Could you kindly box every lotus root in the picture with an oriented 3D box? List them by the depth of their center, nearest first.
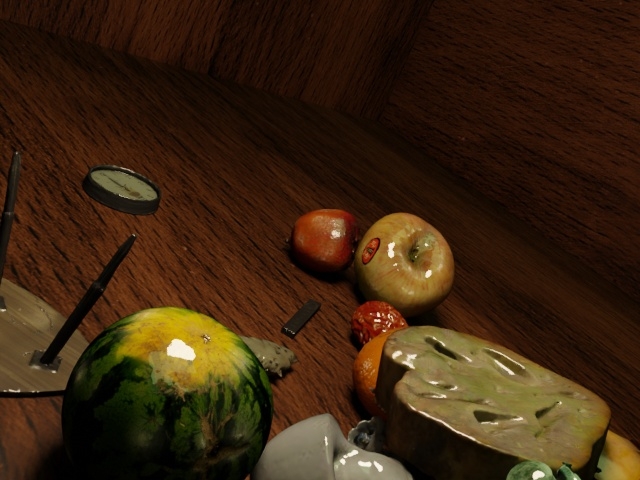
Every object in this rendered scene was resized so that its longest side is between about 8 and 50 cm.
[{"bbox_3d":[0.260,0.256,1.166,0.374,0.111,0.390,10,17,-18],"label":"lotus root"}]

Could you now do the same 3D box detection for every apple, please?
[{"bbox_3d":[0.198,0.063,1.857,0.260,0.194,0.261,8,65,-17],"label":"apple"}]

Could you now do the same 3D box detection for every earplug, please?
[{"bbox_3d":[0.056,0.368,1.035,0.325,0.175,0.214,34,0,3],"label":"earplug"}]

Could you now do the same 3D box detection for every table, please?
[{"bbox_3d":[-0.451,0.045,1.110,0.317,0.249,0.317,22,19,-8],"label":"table"}]

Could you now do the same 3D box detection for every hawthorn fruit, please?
[{"bbox_3d":[0.000,0.000,1.908,0.188,0.169,0.169,8,17,11],"label":"hawthorn fruit"}]

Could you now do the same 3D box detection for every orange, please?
[{"bbox_3d":[0.171,0.256,1.429,0.224,0.170,0.224,21,18,-7],"label":"orange"}]

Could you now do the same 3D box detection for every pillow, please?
[{"bbox_3d":[-0.140,0.202,1.376,0.241,0.051,0.093,17,21,-27],"label":"pillow"}]

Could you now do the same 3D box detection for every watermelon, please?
[{"bbox_3d":[-0.196,0.213,0.990,0.268,0.269,0.269,22,20,-8],"label":"watermelon"}]

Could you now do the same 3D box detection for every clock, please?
[{"bbox_3d":[-0.464,-0.122,1.834,0.184,0.040,0.184,22,20,-8],"label":"clock"}]

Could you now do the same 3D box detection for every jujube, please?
[{"bbox_3d":[0.137,0.205,1.630,0.112,0.109,0.176,-22,47,-14],"label":"jujube"}]

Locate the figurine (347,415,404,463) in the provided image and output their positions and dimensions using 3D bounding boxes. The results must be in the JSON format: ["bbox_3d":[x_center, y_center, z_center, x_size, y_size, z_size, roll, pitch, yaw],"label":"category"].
[{"bbox_3d":[0.085,0.338,1.262,0.086,0.094,0.082,53,-19,0],"label":"figurine"}]

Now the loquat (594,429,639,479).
[{"bbox_3d":[0.432,0.411,1.256,0.235,0.235,0.235,22,20,-8],"label":"loquat"}]

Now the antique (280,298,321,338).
[{"bbox_3d":[-0.039,0.163,1.647,0.031,0.015,0.192,28,19,9],"label":"antique"}]

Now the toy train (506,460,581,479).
[{"bbox_3d":[0.322,0.449,0.901,0.397,0.160,0.253,63,-2,-23],"label":"toy train"}]
